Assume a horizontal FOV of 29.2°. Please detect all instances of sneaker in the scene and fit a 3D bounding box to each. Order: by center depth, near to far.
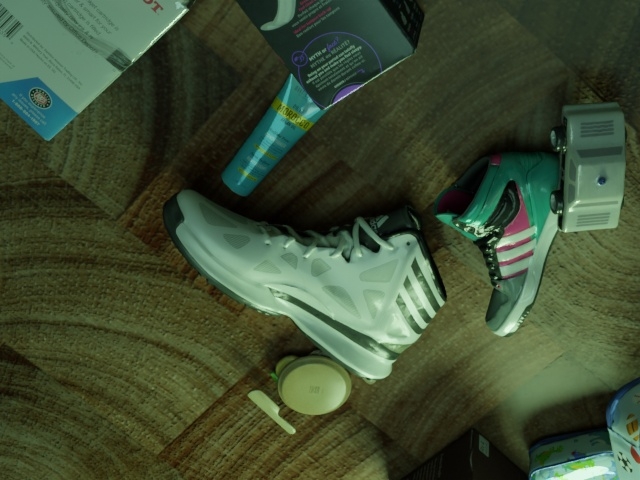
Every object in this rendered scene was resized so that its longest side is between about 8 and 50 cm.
[{"bbox_3d":[0.246,-0.004,1.797,0.178,0.124,0.295,14,113,-4],"label":"sneaker"},{"bbox_3d":[0.000,0.000,1.844,0.447,0.169,0.257,34,110,-19],"label":"sneaker"}]

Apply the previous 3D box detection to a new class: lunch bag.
[{"bbox_3d":[0.581,0.325,1.901,0.243,0.115,0.303,-28,117,-15],"label":"lunch bag"},{"bbox_3d":[0.451,0.418,2.023,0.176,0.090,0.219,-18,115,19],"label":"lunch bag"}]

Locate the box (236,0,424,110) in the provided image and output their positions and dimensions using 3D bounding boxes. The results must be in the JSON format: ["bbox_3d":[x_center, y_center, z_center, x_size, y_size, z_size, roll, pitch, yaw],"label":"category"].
[{"bbox_3d":[-0.005,-0.340,1.640,0.165,0.143,0.270,-30,110,24],"label":"box"}]

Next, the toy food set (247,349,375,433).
[{"bbox_3d":[-0.012,0.232,2.029,0.192,0.038,0.132,-33,116,18],"label":"toy food set"}]

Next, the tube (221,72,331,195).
[{"bbox_3d":[-0.067,-0.156,1.813,0.080,0.052,0.207,30,115,-22],"label":"tube"}]

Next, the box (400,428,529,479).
[{"bbox_3d":[0.233,0.462,2.037,0.167,0.168,0.203,43,117,-14],"label":"box"}]

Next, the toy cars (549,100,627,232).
[{"bbox_3d":[0.438,-0.168,1.649,0.176,0.087,0.393,34,104,-19],"label":"toy cars"}]

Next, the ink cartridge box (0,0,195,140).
[{"bbox_3d":[-0.348,-0.327,1.710,0.307,0.129,0.223,-37,107,25],"label":"ink cartridge box"}]
